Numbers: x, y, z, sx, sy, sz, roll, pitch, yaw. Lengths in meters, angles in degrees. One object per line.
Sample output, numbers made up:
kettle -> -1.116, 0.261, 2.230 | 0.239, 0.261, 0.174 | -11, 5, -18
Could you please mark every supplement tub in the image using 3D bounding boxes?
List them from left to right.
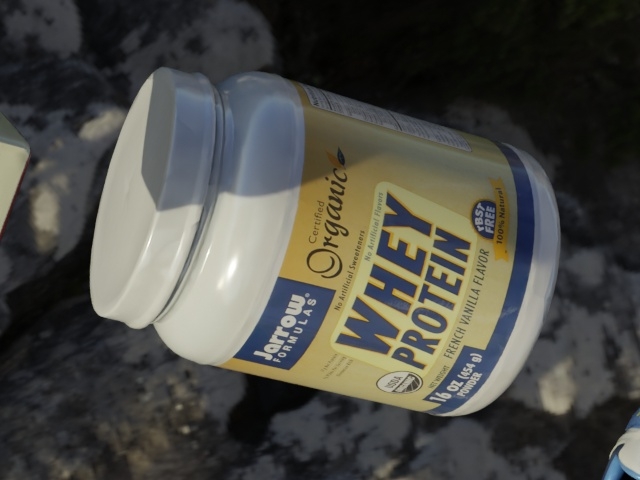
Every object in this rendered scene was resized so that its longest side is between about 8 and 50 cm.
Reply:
supplement tub -> 0.000, 0.000, 1.158 | 0.316, 0.228, 0.228 | 14, 70, -21

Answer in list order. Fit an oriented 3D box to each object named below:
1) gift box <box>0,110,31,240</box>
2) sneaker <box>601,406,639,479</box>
gift box -> -0.326, -0.009, 0.708 | 0.258, 0.276, 0.255 | 16, 99, -34
sneaker -> 0.152, 0.127, 0.686 | 0.059, 0.053, 0.144 | -46, 145, -36
